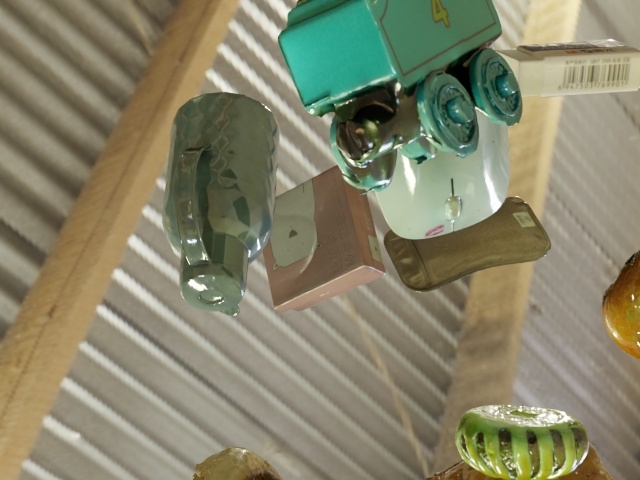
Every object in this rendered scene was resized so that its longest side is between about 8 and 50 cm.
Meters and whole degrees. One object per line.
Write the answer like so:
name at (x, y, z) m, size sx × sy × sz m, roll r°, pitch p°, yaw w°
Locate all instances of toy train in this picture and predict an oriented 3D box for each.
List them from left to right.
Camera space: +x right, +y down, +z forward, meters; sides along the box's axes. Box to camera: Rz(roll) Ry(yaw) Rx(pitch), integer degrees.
toy train at (0.062, -0.126, 0.829) m, size 0.198 × 0.107 × 0.154 m, roll -32°, pitch -79°, yaw -50°

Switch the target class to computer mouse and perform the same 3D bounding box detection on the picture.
computer mouse at (0.123, -0.125, 1.233) m, size 0.097 × 0.159 × 0.288 m, roll -118°, pitch 13°, yaw -63°

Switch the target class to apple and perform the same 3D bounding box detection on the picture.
apple at (0.303, 0.054, 0.996) m, size 0.102 × 0.099 × 0.114 m, roll 40°, pitch -115°, yaw 16°

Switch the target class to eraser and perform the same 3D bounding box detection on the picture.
eraser at (0.482, -0.335, 2.237) m, size 0.279 × 0.124 × 0.081 m, roll -6°, pitch -67°, yaw -17°

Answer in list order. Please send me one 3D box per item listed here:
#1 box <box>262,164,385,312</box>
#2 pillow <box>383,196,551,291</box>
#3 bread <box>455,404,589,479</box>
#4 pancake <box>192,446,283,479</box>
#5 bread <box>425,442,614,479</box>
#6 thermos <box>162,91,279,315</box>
box at (0.000, 0.000, 2.114) m, size 0.086 × 0.215 × 0.215 m, roll 21°, pitch -131°, yaw -52°
pillow at (0.202, 0.001, 1.595) m, size 0.033 × 0.217 × 0.130 m, roll 82°, pitch 167°, yaw -47°
bread at (0.215, 0.218, 1.234) m, size 0.139 × 0.130 × 0.071 m, roll 0°, pitch -89°, yaw -5°
pancake at (-0.062, 0.362, 1.048) m, size 0.356 × 0.065 × 0.356 m, roll -10°, pitch -90°, yaw -73°
bread at (0.231, 0.426, 1.435) m, size 0.215 × 0.398 × 0.398 m, roll 40°, pitch -133°, yaw -17°
thermos at (-0.131, -0.054, 1.439) m, size 0.182 × 0.145 × 0.286 m, roll 66°, pitch -161°, yaw -47°
